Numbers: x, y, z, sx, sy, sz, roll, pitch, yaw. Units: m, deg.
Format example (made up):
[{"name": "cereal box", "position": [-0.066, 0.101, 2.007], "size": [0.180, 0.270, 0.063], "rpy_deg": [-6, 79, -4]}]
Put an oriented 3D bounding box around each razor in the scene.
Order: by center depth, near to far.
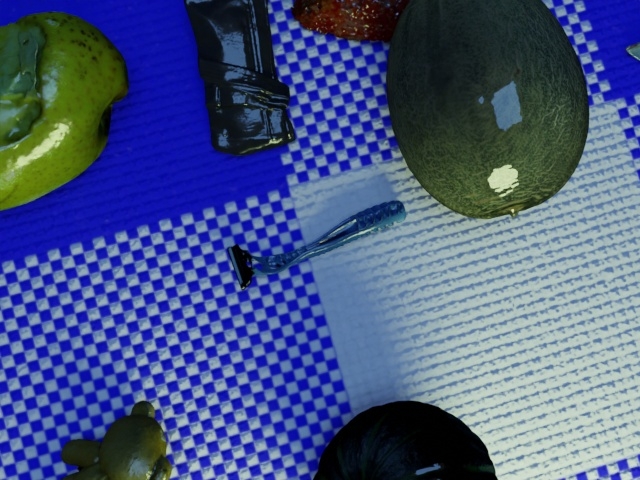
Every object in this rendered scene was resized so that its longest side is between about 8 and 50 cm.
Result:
[{"name": "razor", "position": [0.000, 0.000, 1.026], "size": [0.253, 0.042, 0.082], "rpy_deg": [-22, 46, -7]}]

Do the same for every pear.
[{"name": "pear", "position": [-0.375, -0.166, 0.953], "size": [0.255, 0.164, 0.238], "rpy_deg": [-9, 84, -6]}]

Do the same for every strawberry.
[{"name": "strawberry", "position": [0.064, -0.351, 1.038], "size": [0.192, 0.085, 0.140], "rpy_deg": [18, 86, -1]}]

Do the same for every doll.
[{"name": "doll", "position": [-0.277, 0.314, 0.967], "size": [0.209, 0.097, 0.137], "rpy_deg": [-39, 57, 9]}]

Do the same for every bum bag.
[{"name": "bum bag", "position": [-0.112, -0.243, 1.028], "size": [0.123, 0.060, 0.248], "rpy_deg": [-10, 88, -4]}]

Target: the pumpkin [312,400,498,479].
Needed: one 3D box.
[{"name": "pumpkin", "position": [0.126, 0.329, 0.933], "size": [0.248, 0.248, 0.248], "rpy_deg": [0, 85, -4]}]

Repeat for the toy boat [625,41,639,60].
[{"name": "toy boat", "position": [0.514, -0.284, 1.096], "size": [0.122, 0.034, 0.096], "rpy_deg": [-22, 87, 3]}]

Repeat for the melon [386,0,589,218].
[{"name": "melon", "position": [0.210, -0.189, 0.957], "size": [0.249, 0.248, 0.329], "rpy_deg": [-14, 84, -5]}]
